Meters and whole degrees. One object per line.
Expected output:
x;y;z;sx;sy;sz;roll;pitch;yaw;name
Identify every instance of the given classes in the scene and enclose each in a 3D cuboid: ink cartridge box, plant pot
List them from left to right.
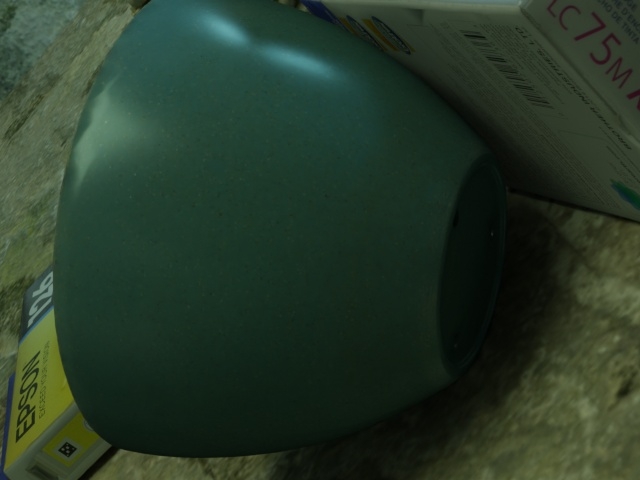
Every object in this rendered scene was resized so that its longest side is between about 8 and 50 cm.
-0.206;0.087;1.408;0.307;0.072;0.303;-42;25;14;ink cartridge box
0.000;0.000;0.957;0.195;0.290;0.290;8;54;21;plant pot
0.114;-0.097;0.942;0.065;0.186;0.311;-51;23;-10;ink cartridge box

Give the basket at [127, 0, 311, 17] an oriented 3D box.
0.061;-0.296;1.148;0.328;0.266;0.331;-56;14;38;basket
